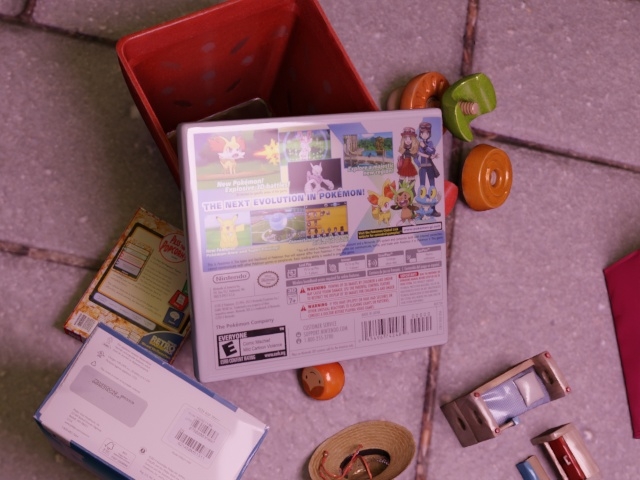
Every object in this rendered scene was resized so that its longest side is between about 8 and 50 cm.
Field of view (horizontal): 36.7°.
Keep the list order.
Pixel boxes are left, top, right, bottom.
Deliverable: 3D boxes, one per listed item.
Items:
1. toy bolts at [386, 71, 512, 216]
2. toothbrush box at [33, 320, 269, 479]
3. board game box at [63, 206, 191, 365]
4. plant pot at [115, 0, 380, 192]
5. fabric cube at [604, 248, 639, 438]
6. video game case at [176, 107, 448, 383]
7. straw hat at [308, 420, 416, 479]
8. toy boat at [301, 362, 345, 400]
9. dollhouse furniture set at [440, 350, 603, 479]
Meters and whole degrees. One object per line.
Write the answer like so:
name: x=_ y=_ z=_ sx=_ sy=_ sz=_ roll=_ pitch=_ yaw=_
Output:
toy bolts: x=0.151 y=-0.111 z=1.413 sx=0.228 sy=0.158 sz=0.218 roll=-49 pitch=127 yaw=-31
toothbrush box: x=-0.197 y=0.230 z=1.115 sx=0.216 sy=0.295 sz=0.126 roll=32 pitch=68 yaw=1
board game box: x=-0.229 y=0.073 z=1.293 sx=0.147 sy=0.045 sz=0.193 roll=29 pitch=69 yaw=-1
plant pot: x=-0.100 y=-0.142 z=1.289 sx=0.267 sy=0.236 sz=0.267 roll=-24 pitch=78 yaw=-19
fabric cube: x=0.581 y=0.124 z=1.329 sx=0.254 sy=0.259 sz=0.258 roll=-1 pitch=72 yaw=-11
video game case: x=0.000 y=0.000 z=1.152 sx=0.329 sy=0.036 sz=0.300 roll=-6 pitch=100 yaw=-21
straw hat: x=0.061 y=0.304 z=1.265 sx=0.144 sy=0.144 sz=0.061 roll=-25 pitch=117 yaw=-18
toy boat: x=-0.001 y=0.141 z=1.285 sx=0.231 sy=0.151 sz=0.151 roll=-5 pitch=102 yaw=-13
dollhouse furniture set: x=0.278 y=0.265 z=1.289 sx=0.129 sy=0.129 sz=0.183 roll=-26 pitch=79 yaw=-18
